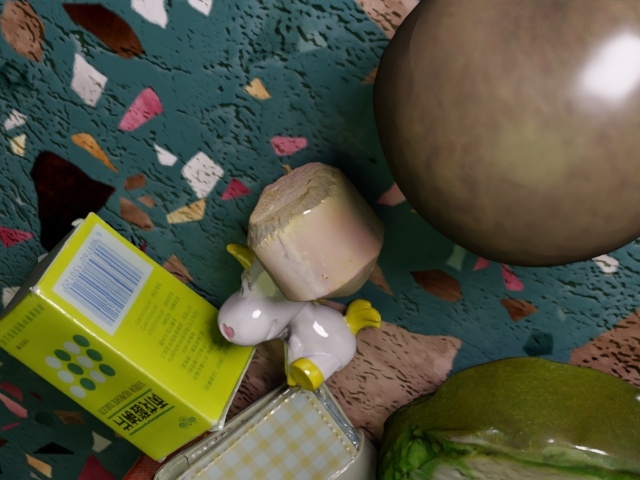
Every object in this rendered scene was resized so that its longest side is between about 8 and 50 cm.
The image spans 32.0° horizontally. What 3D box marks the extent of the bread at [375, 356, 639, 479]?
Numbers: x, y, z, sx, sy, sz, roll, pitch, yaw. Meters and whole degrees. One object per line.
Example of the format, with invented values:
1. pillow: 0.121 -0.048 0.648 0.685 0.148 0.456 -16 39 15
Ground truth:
1. bread: 0.242 0.286 1.176 0.366 0.129 0.382 -3 129 24

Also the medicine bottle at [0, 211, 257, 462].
1. medicine bottle: -0.210 0.106 1.213 0.250 0.141 0.137 40 132 -14

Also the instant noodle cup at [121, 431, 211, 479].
1. instant noodle cup: -0.181 0.335 1.357 0.193 0.212 0.193 14 134 14

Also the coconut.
1. coconut: 0.000 0.000 1.033 0.116 0.116 0.122 -17 118 36

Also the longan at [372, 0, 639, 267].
1. longan: 0.160 -0.096 0.795 0.248 0.248 0.248 13 134 14

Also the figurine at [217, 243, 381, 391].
1. figurine: -0.034 0.066 1.141 0.178 0.109 0.129 41 108 -13

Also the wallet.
1. wallet: -0.018 0.316 1.285 0.223 0.077 0.309 -35 116 -3
